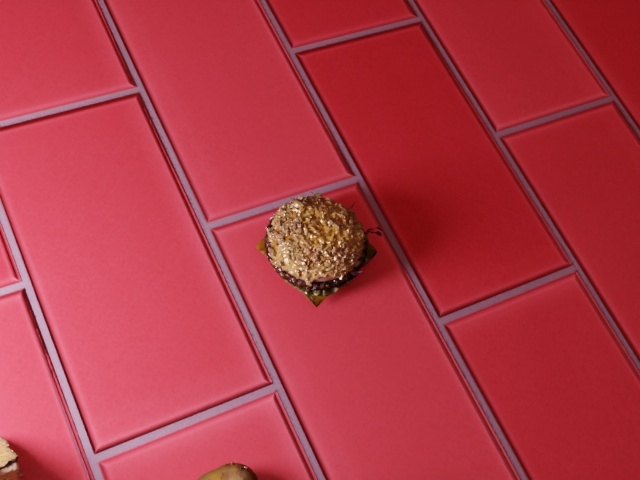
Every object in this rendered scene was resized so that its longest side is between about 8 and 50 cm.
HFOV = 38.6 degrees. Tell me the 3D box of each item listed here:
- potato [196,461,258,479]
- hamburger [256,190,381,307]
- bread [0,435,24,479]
[{"bbox_3d":[-0.184,0.478,1.748,0.138,0.070,0.092,-19,62,-21],"label":"potato"},{"bbox_3d":[0.000,0.000,2.010,0.243,0.139,0.261,42,62,12],"label":"hamburger"},{"bbox_3d":[-0.673,0.445,1.618,0.266,0.142,0.178,-15,28,-29],"label":"bread"}]
